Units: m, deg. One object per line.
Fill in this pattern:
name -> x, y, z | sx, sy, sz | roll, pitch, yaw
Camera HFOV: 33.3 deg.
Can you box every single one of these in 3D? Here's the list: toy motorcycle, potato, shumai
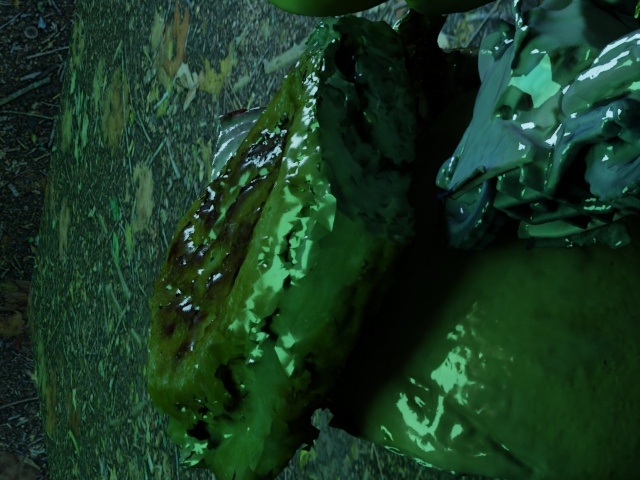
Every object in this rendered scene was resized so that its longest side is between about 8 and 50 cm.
toy motorcycle -> 0.143, -0.098, 0.585 | 0.239, 0.108, 0.204 | 0, 65, 57
potato -> 0.128, 0.012, 0.703 | 0.189, 0.211, 0.264 | -156, 70, -73
shumai -> 0.078, -0.117, 0.893 | 0.139, 0.105, 0.123 | -36, 46, 35

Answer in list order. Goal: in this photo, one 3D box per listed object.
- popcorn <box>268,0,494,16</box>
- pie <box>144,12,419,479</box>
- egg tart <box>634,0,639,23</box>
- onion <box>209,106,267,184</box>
popcorn -> 0.052, -0.336, 0.767 | 0.293, 0.292, 0.334 | 122, 147, -45
pie -> -0.032, 0.000, 0.768 | 0.288, 0.103, 0.355 | -46, 30, 46
egg tart -> 0.202, -0.178, 0.745 | 0.105, 0.039, 0.105 | -179, 90, -66
onion -> 0.002, 0.002, 1.007 | 0.207, 0.206, 0.216 | 73, -158, -70
